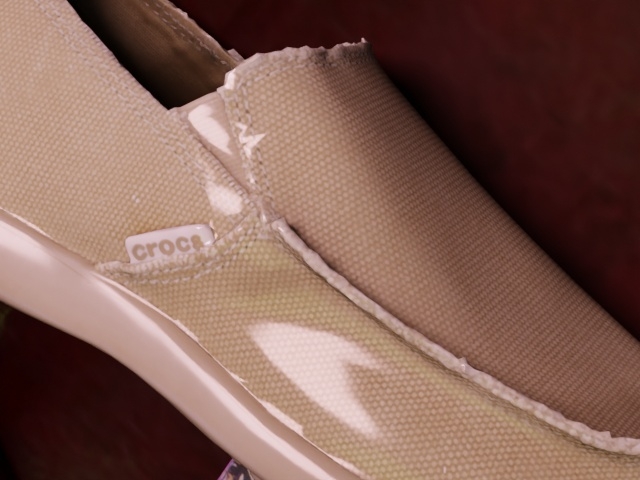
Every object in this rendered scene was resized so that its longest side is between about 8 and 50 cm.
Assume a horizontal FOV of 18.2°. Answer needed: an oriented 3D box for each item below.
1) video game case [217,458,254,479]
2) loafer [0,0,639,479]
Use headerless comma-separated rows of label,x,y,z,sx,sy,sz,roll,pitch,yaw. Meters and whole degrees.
video game case,0.000,0.181,0.466,0.210,0.042,0.232,33,87,38
loafer,0.000,0.000,0.475,0.268,0.102,0.092,26,106,14
